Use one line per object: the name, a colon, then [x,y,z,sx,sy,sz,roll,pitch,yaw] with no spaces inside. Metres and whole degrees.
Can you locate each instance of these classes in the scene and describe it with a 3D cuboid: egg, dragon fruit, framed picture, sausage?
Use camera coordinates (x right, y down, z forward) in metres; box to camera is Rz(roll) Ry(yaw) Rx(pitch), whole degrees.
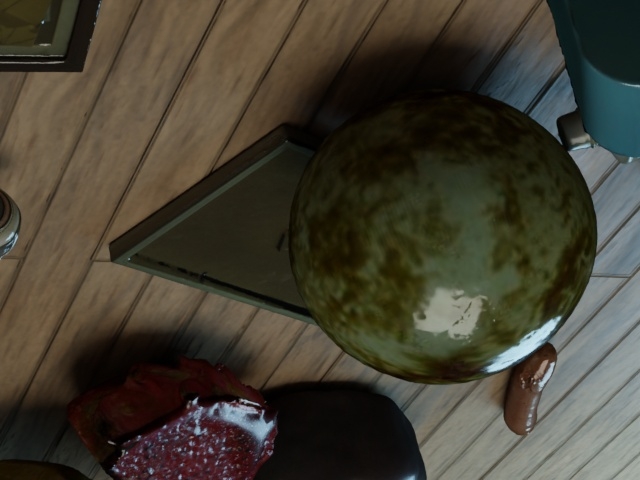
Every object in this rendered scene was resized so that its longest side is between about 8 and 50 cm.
egg: [0.105,-0.004,1.553,0.238,0.238,0.289,-29,168,29]
dragon fruit: [-0.157,0.189,1.903,0.189,0.163,0.261,16,164,23]
framed picture: [-0.243,-0.164,1.357,0.169,0.023,0.128,-1,150,-18]
sausage: [0.227,0.165,2.093,0.043,0.043,0.186,-7,151,-7]
framed picture: [0.000,0.000,1.738,0.232,0.024,0.315,-32,144,33]

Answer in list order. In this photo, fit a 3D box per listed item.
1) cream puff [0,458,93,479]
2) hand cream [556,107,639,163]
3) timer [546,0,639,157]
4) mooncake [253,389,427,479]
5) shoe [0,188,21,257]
cream puff: [-0.275,0.341,1.952,0.324,0.257,0.291,-26,172,37]
hand cream: [0.359,-0.139,1.589,0.341,0.077,0.124,-18,151,-3]
timer: [0.277,-0.190,1.285,0.250,0.231,0.091,-13,148,0]
mooncake: [-0.006,0.255,2.087,0.245,0.133,0.245,-14,156,-7]
shoe: [-0.319,-0.040,1.494,0.180,0.089,0.092,7,145,-16]
